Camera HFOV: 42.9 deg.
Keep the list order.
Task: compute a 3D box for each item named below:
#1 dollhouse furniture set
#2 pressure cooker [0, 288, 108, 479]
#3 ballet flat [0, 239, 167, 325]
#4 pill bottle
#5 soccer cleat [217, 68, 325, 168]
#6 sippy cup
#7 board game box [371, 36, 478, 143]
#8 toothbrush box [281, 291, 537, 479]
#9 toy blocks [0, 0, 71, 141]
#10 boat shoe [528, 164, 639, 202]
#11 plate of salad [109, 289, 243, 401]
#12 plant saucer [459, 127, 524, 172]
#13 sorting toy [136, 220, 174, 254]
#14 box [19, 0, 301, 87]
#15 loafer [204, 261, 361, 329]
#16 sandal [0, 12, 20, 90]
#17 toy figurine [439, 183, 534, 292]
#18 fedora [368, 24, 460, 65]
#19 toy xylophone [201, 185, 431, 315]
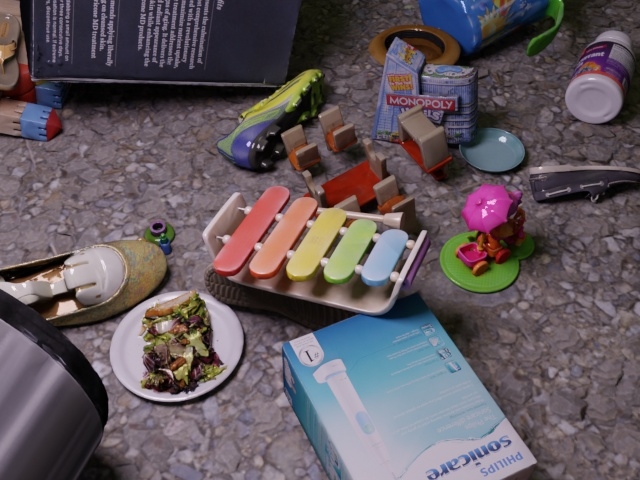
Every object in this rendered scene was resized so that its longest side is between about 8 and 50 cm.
[{"bbox_3d":[0.096,-0.112,1.418,0.259,0.135,0.262,-29,53,-9],"label":"dollhouse furniture set"},{"bbox_3d":[-0.478,0.277,0.897,0.369,0.375,0.420,-16,35,41],"label":"pressure cooker"},{"bbox_3d":[-0.404,0.073,1.232,0.348,0.123,0.123,-15,50,-11],"label":"ballet flat"},{"bbox_3d":[0.552,-0.325,1.589,0.108,0.108,0.193,19,51,17],"label":"pill bottle"},{"bbox_3d":[-0.088,-0.243,1.535,0.121,0.093,0.289,18,50,24],"label":"soccer cleat"},{"bbox_3d":[0.335,-0.506,1.693,0.224,0.240,0.305,-40,34,-17],"label":"sippy cup"},{"bbox_3d":[0.181,-0.264,1.465,0.194,0.194,0.060,9,49,20],"label":"board game box"},{"bbox_3d":[0.104,0.242,1.075,0.216,0.126,0.295,-20,50,-18],"label":"toothbrush box"},{"bbox_3d":[-0.606,-0.343,1.595,0.260,0.191,0.381,10,49,-6],"label":"toy blocks"},{"bbox_3d":[0.467,-0.099,1.436,0.206,0.075,0.065,0,91,-7],"label":"boat shoe"},{"bbox_3d":[-0.215,0.148,1.215,0.199,0.048,0.200,0,48,0],"label":"plate of salad"},{"bbox_3d":[0.315,-0.162,1.503,0.119,0.021,0.119,-1,48,1],"label":"plant saucer"},{"bbox_3d":[-0.278,-0.002,1.353,0.061,0.042,0.102,16,50,14],"label":"sorting toy"},{"bbox_3d":[-0.328,-0.537,1.572,0.471,0.297,0.480,-2,40,-23],"label":"box"},{"bbox_3d":[-0.041,0.062,1.252,0.268,0.102,0.092,15,38,7],"label":"loafer"},{"bbox_3d":[-0.582,-0.354,1.489,0.072,0.049,0.180,8,60,-22],"label":"sandal"},{"bbox_3d":[0.279,-0.024,1.289,0.173,0.159,0.130,-24,52,-20],"label":"toy figurine"},{"bbox_3d":[0.189,-0.364,1.648,0.194,0.079,0.194,-3,43,2],"label":"fedora"},{"bbox_3d":[0.000,0.000,1.184,0.322,0.081,0.236,7,40,13],"label":"toy xylophone"}]
